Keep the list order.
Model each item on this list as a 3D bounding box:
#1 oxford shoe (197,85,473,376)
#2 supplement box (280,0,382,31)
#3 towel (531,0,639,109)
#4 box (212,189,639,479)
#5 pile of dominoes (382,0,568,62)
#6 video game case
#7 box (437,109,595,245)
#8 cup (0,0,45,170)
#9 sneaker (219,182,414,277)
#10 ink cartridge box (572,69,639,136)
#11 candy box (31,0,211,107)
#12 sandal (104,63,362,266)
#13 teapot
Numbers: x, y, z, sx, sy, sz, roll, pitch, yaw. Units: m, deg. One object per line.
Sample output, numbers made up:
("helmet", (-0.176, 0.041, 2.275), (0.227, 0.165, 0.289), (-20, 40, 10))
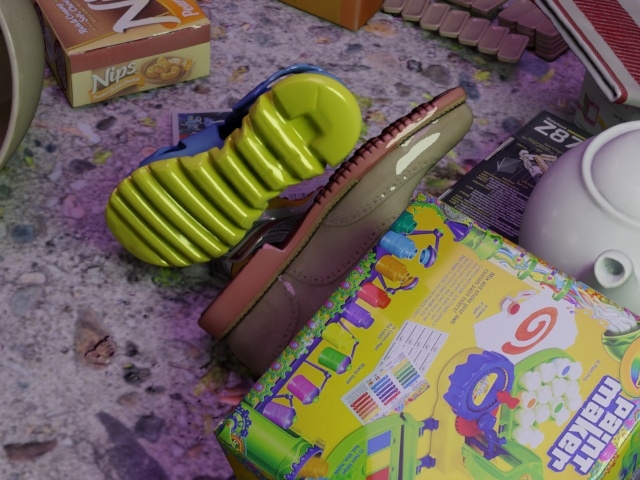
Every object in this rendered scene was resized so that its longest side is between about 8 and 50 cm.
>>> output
("oxford shoe", (0.040, -0.003, 1.338), (0.130, 0.123, 0.348), (44, 96, -1))
("supplement box", (-0.032, -0.363, 1.796), (0.233, 0.078, 0.080), (24, 48, 17))
("towel", (0.413, -0.205, 1.556), (0.329, 0.037, 0.237), (5, 39, -29))
("box", (0.117, 0.164, 1.160), (0.279, 0.177, 0.290), (32, 69, 25))
("pile of dominoes", (0.216, -0.305, 1.805), (0.251, 0.040, 0.196), (28, 50, 33))
("video game case", (-0.069, -0.088, 1.559), (0.201, 0.023, 0.183), (-3, 46, -6))
("box", (0.302, 0.049, 1.402), (0.395, 0.097, 0.318), (32, 53, 25))
("cup", (-0.434, -0.203, 1.474), (0.331, 0.331, 0.237), (13, 19, 8))
("sneaker", (0.000, 0.000, 1.442), (0.225, 0.088, 0.093), (-13, 51, -5))
("ink cartridge box", (0.347, -0.148, 1.581), (0.052, 0.122, 0.088), (-21, 50, -24))
("candy box", (-0.283, -0.312, 1.715), (0.183, 0.087, 0.316), (-17, 50, -21))
("sandal", (-0.083, -0.081, 1.386), (0.317, 0.126, 0.138), (-27, 19, 22))
("teapot", (0.316, -0.028, 1.281), (0.252, 0.187, 0.256), (-9, 47, -14))
